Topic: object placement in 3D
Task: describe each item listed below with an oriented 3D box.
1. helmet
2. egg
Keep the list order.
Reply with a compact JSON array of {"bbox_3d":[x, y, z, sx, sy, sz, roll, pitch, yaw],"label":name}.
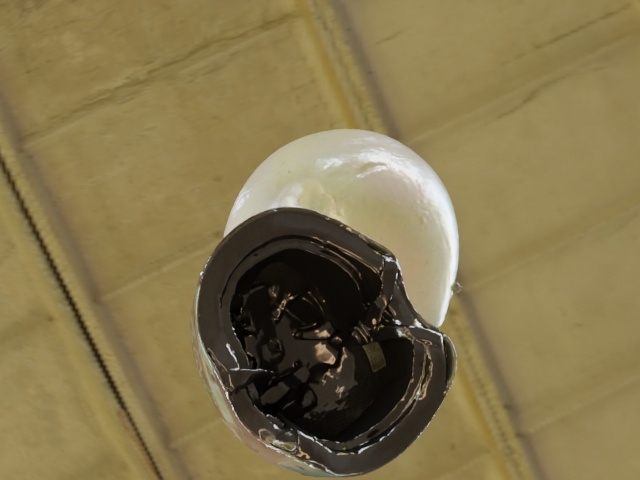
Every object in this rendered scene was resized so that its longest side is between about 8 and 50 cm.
[{"bbox_3d":[-0.012,0.075,0.934,0.153,0.107,0.177,-33,-96,-28],"label":"helmet"},{"bbox_3d":[0.001,-0.019,1.433,0.162,0.271,0.206,14,-86,-57],"label":"egg"}]
